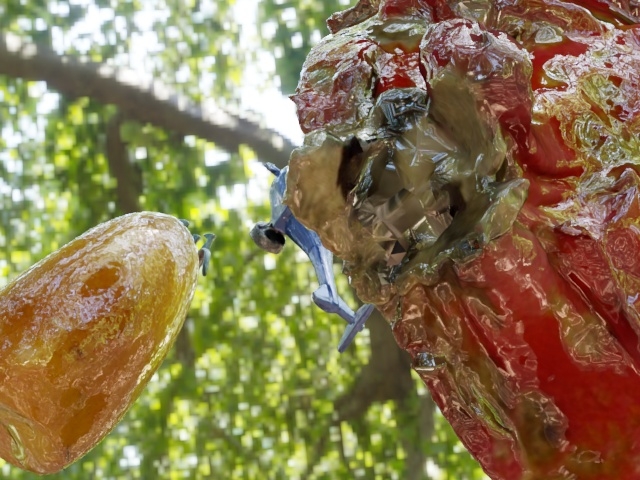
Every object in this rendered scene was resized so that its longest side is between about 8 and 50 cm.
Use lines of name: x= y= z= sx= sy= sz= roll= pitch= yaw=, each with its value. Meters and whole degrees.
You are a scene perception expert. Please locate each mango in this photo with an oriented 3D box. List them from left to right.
mango: x=-0.185 y=0.067 z=1.097 sx=0.138 sy=0.257 sz=0.187 roll=29 pitch=-29 yaw=13

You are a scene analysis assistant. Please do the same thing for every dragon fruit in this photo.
dragon fruit: x=0.081 y=-0.016 z=0.470 sx=0.134 sy=0.262 sz=0.211 roll=-33 pitch=-19 yaw=26

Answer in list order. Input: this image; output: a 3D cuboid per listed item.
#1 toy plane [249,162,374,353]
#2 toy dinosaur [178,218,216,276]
toy plane: x=0.000 y=0.000 z=0.754 sx=0.062 sy=0.167 sz=0.054 roll=26 pitch=-66 yaw=-21
toy dinosaur: x=-0.140 y=0.021 z=1.279 sx=0.045 sy=0.080 sz=0.197 roll=31 pitch=-17 yaw=-21
